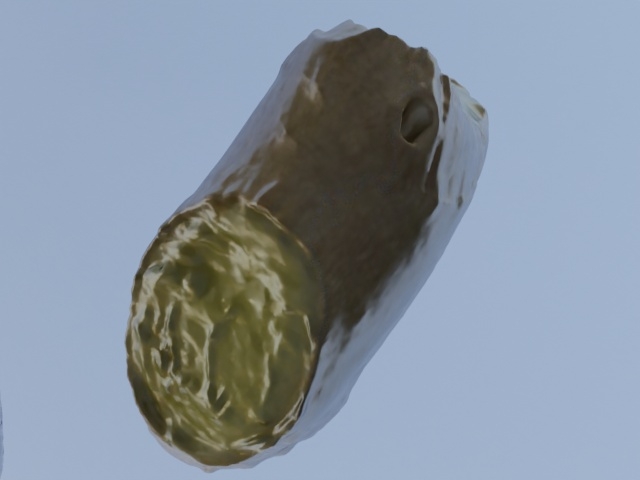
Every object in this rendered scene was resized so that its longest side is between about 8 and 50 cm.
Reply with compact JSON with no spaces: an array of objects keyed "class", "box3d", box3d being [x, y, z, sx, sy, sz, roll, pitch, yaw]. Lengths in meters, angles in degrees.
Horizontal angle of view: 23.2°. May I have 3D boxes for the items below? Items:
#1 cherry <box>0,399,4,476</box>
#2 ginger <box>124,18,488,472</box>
[{"class":"cherry","box3d":[-0.217,0.079,0.623,0.195,0.195,0.195,-2,-83,-15]},{"class":"ginger","box3d":[0.000,0.000,0.843,0.130,0.275,0.221,38,-137,7]}]
